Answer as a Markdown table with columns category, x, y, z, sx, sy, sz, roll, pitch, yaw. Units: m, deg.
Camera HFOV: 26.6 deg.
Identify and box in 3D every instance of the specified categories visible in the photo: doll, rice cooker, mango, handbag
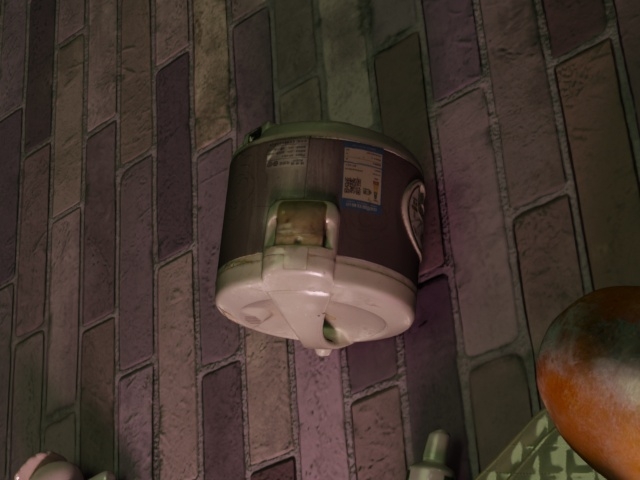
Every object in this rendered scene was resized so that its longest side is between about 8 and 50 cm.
| category | x | y | z | sx | sy | sz | roll | pitch | yaw |
| --- | --- | --- | --- | --- | --- | --- | --- | --- | --- |
| doll | -0.393 | 0.417 | 2.149 | 0.293 | 0.119 | 0.138 | 13 | 74 | 42 |
| rice cooker | 0.001 | 0.003 | 1.807 | 0.288 | 0.288 | 0.277 | -15 | 61 | 41 |
| mango | 0.383 | 0.175 | 1.398 | 0.221 | 0.199 | 0.384 | -42 | 48 | -12 |
| handbag | 0.265 | 0.334 | 1.536 | 0.256 | 0.079 | 0.219 | -52 | 49 | 17 |

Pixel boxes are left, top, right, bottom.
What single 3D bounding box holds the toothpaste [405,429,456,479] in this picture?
| category | x | y | z | sx | sy | sz | roll | pitch | yaw |
| --- | --- | --- | --- | --- | --- | --- | --- | --- | --- |
| toothpaste | 0.112 | 0.425 | 1.659 | 0.099 | 0.061 | 0.392 | 4 | 77 | 33 |
